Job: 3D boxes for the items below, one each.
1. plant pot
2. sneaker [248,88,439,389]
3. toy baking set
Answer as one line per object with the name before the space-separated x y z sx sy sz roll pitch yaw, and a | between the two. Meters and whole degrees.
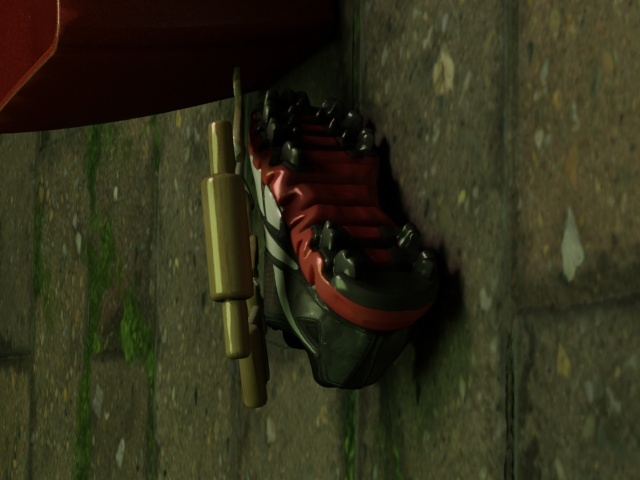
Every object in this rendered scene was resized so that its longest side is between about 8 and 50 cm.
plant pot | -0.129 -0.233 1.515 0.267 0.235 0.267 153 118 -65
sneaker | 0.000 0.000 1.350 0.276 0.097 0.135 -114 33 -50
toy baking set | -0.063 -0.007 1.362 0.197 0.030 0.256 82 -178 -84
